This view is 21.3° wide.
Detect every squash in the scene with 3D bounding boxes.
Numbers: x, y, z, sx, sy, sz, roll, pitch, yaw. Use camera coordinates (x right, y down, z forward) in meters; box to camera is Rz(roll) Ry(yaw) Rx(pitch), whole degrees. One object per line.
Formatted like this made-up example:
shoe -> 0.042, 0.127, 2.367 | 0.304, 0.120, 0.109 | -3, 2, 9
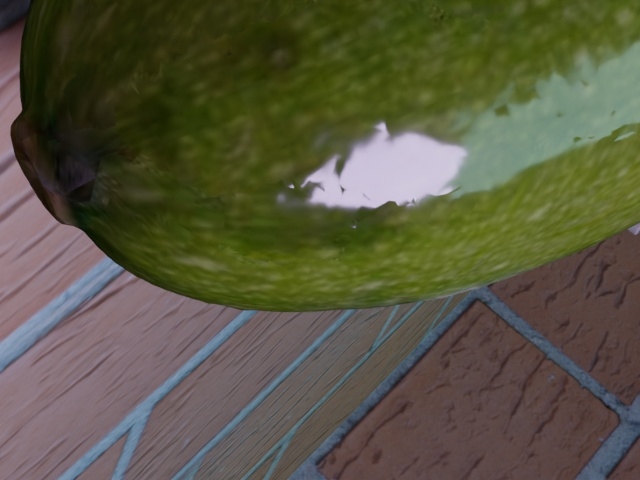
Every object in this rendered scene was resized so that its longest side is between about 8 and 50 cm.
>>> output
squash -> 0.020, -0.105, 0.737 | 0.309, 0.310, 0.310 | -29, 159, -39

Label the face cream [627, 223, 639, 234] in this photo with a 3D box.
face cream -> 0.202, -0.096, 1.289 | 0.102, 0.345, 0.102 | -49, 170, -12
